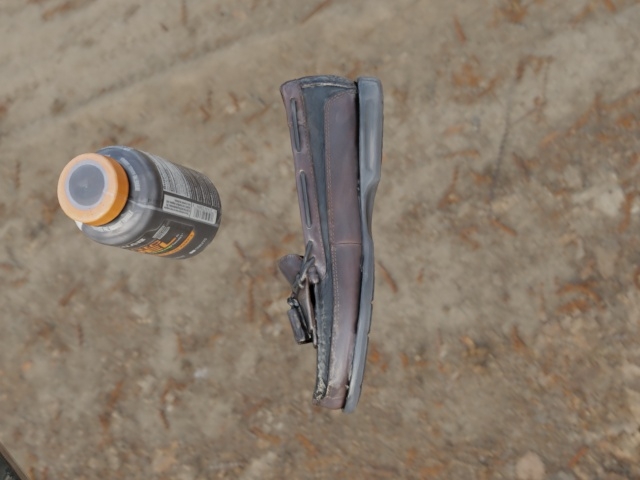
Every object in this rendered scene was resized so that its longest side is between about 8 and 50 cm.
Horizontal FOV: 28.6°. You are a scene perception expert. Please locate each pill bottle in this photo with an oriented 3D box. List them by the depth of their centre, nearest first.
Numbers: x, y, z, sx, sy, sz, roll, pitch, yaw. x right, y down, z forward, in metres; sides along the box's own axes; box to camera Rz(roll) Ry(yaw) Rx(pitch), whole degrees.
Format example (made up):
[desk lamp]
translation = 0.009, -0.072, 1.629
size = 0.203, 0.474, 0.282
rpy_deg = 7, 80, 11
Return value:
[pill bottle]
translation = -0.239, -0.051, 1.635
size = 0.130, 0.245, 0.131
rpy_deg = -3, 82, 23

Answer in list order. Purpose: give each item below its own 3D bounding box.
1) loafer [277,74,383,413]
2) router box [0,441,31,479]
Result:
[loafer]
translation = 0.000, 0.000, 1.118
size = 0.095, 0.109, 0.303
rpy_deg = 5, 83, -5
[router box]
translation = -0.520, 0.372, 1.705
size = 0.243, 0.309, 0.081
rpy_deg = -35, 31, -9
